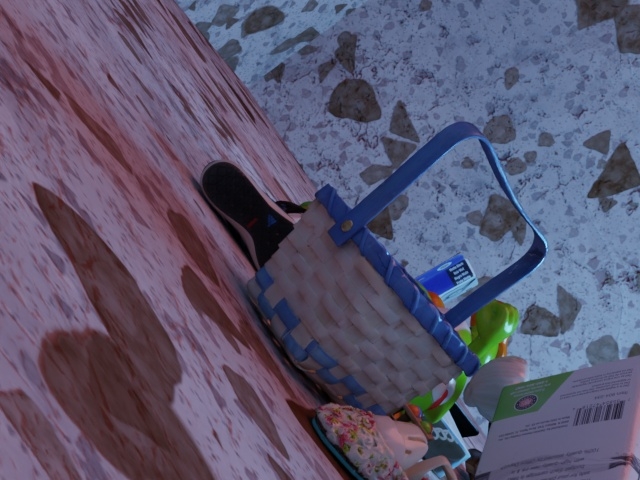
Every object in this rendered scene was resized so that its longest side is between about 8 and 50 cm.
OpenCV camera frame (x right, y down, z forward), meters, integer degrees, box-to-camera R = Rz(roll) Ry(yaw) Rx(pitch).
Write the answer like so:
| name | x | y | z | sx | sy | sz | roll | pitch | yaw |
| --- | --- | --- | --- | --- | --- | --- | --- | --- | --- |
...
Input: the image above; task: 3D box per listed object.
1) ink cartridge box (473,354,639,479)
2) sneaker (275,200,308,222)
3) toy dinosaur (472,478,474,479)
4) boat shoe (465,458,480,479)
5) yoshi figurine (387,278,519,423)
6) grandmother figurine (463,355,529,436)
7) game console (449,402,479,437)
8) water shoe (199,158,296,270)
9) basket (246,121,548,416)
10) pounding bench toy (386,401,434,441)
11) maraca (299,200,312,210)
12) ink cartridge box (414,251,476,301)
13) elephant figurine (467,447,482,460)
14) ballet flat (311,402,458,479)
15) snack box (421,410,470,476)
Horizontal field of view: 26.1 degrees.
| name | x | y | z | sx | sy | sz | roll | pitch | yaw |
| --- | --- | --- | --- | --- | --- | --- | --- | --- | --- |
| ink cartridge box | 0.280 | 0.275 | 1.534 | 0.115 | 0.198 | 0.273 | 54 | 39 | -25 |
| sneaker | -0.053 | -0.011 | 1.878 | 0.121 | 0.079 | 0.217 | 28 | 6 | 29 |
| toy dinosaur | 0.211 | 0.378 | 1.891 | 0.183 | 0.053 | 0.092 | -91 | 162 | -71 |
| boat shoe | 0.312 | 0.426 | 2.323 | 0.342 | 0.123 | 0.123 | 65 | 20 | -81 |
| yoshi figurine | 0.129 | 0.110 | 1.775 | 0.203 | 0.203 | 0.362 | 48 | 20 | 11 |
| grandmother figurine | 0.256 | 0.288 | 1.794 | 0.208 | 0.104 | 0.342 | -113 | -173 | -56 |
| game console | 0.191 | 0.275 | 2.287 | 0.122 | 0.071 | 0.107 | 53 | 4 | -36 |
| water shoe | -0.065 | -0.015 | 1.642 | 0.203 | 0.073 | 0.080 | 55 | 1 | -7 |
| basket | 0.086 | 0.032 | 1.424 | 0.255 | 0.289 | 0.201 | 52 | 4 | -48 |
| pounding bench toy | 0.089 | 0.216 | 1.554 | 0.052 | 0.065 | 0.083 | 56 | 4 | 13 |
| maraca | 0.000 | 0.000 | 2.202 | 0.127 | 0.099 | 0.186 | 57 | -22 | 5 |
| ink cartridge box | 0.189 | 0.107 | 2.592 | 0.045 | 0.223 | 0.224 | 61 | 5 | 12 |
| elephant figurine | 0.364 | 0.424 | 2.645 | 0.186 | 0.169 | 0.239 | 17 | -9 | 46 |
| ballet flat | 0.081 | 0.220 | 1.323 | 0.241 | 0.077 | 0.091 | 51 | 6 | -34 |
| snack box | 0.091 | 0.174 | 1.994 | 0.322 | 0.060 | 0.187 | 54 | 4 | -13 |
